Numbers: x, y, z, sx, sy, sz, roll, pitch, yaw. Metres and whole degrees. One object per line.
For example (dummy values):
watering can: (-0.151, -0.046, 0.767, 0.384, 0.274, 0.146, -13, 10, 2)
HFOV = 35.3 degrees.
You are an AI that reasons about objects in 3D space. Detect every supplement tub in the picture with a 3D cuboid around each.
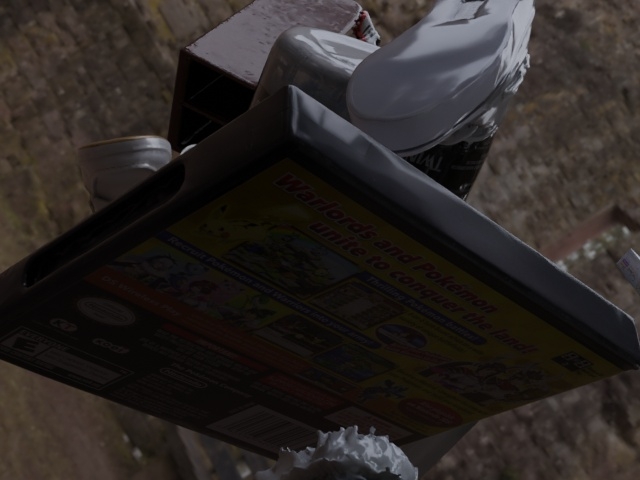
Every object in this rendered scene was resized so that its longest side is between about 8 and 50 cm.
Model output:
supplement tub: (0.000, 0.000, 0.902, 0.207, 0.338, 0.207, 21, 20, -8)

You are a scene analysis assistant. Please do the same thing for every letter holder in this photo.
letter holder: (-0.029, -0.207, 1.355, 0.214, 0.302, 0.152, 27, -49, 13)

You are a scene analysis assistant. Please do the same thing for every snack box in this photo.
snack box: (0.496, 0.075, 1.476, 0.100, 0.037, 0.141, 38, 15, -10)

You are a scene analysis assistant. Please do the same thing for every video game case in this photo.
video game case: (-0.007, 0.048, 0.540, 0.275, 0.248, 0.035, 30, 47, -37)

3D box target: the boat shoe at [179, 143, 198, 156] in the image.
boat shoe: (-0.052, -0.015, 1.104, 0.254, 0.095, 0.079, 28, -41, -13)

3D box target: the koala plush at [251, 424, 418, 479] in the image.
koala plush: (-0.022, 0.185, 0.375, 0.203, 0.221, 0.196, 10, 58, -42)

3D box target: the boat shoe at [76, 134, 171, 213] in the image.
boat shoe: (-0.208, -0.048, 1.116, 0.277, 0.098, 0.096, 121, -38, -80)

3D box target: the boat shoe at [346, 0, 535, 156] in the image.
boat shoe: (0.098, -0.108, 0.684, 0.095, 0.258, 0.084, 6, -57, 30)

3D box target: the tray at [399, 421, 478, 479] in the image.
tray: (0.074, 0.175, 1.056, 0.145, 0.270, 0.030, 50, 13, 30)

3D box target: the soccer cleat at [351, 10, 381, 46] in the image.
soccer cleat: (0.061, -0.267, 1.307, 0.035, 0.029, 0.083, 18, 43, -18)
